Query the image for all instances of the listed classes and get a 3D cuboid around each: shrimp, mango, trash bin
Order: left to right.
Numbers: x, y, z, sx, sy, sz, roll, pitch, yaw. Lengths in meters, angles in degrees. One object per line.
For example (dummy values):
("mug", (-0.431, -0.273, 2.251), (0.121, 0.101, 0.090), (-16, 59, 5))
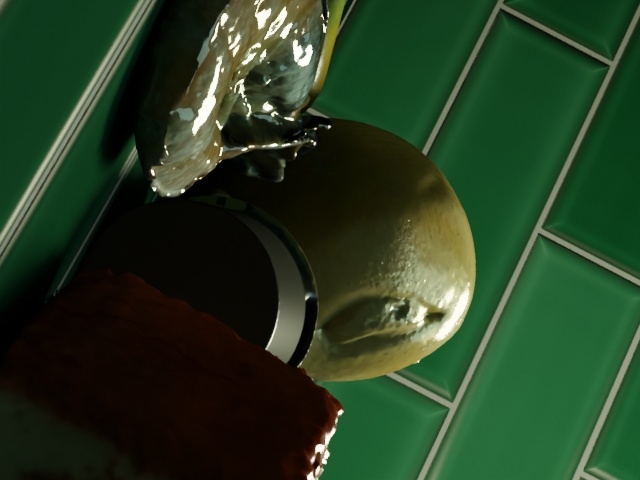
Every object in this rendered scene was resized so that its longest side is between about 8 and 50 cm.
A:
("trash bin", (-0.110, 0.059, 1.482), (0.214, 0.214, 0.334), (-62, 176, -4))
("shrimp", (-0.064, -0.118, 1.273), (0.221, 0.110, 0.445), (-61, 171, -6))
("mango", (-0.022, -0.246, 1.904), (0.130, 0.092, 0.194), (105, 8, -87))

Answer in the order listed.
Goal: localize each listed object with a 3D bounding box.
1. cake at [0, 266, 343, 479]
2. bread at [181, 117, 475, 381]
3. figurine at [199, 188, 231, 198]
("cake", (-0.157, 0.221, 1.142), (0.319, 0.270, 0.269), (-64, 180, 18))
("bread", (0.000, 0.000, 1.871), (0.376, 0.348, 0.253), (-116, -164, -61))
("figurine", (-0.162, 0.019, 1.708), (0.147, 0.093, 0.197), (-28, -144, 48))
